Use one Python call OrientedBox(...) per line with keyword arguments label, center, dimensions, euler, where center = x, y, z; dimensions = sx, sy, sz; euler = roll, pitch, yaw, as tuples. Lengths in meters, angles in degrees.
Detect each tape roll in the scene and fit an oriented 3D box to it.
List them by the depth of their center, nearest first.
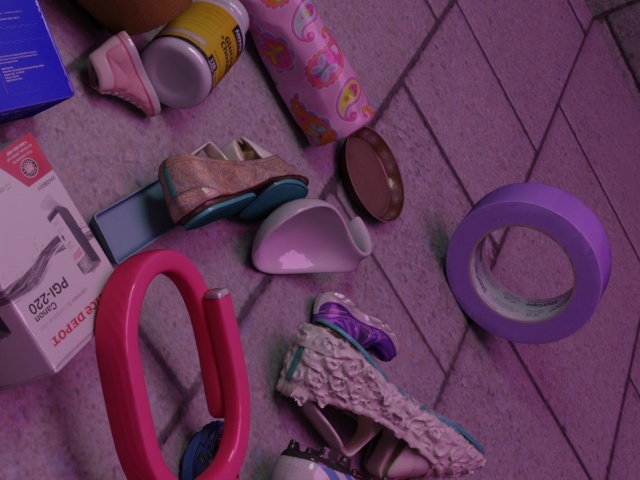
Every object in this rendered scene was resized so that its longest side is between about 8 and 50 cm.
OrientedBox(label="tape roll", center=(0.362, 0.041, 2.061), dimensions=(0.275, 0.275, 0.090), euler=(62, 33, -13))

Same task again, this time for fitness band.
OrientedBox(label="fitness band", center=(-0.158, 0.153, 1.310), dimensions=(0.209, 0.054, 0.291), euler=(-25, 106, -61))

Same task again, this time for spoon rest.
OrientedBox(label="spoon rest", center=(0.000, 0.000, 1.693), dimensions=(0.084, 0.137, 0.276), euler=(51, 20, 21))

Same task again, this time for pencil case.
OrientedBox(label="pencil case", center=(-0.028, -0.282, 1.795), dimensions=(0.284, 0.124, 0.124), euler=(59, 34, -16))

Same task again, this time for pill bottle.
OrientedBox(label="pill bottle", center=(-0.163, -0.262, 1.596), dimensions=(0.103, 0.103, 0.184), euler=(56, 36, -22))

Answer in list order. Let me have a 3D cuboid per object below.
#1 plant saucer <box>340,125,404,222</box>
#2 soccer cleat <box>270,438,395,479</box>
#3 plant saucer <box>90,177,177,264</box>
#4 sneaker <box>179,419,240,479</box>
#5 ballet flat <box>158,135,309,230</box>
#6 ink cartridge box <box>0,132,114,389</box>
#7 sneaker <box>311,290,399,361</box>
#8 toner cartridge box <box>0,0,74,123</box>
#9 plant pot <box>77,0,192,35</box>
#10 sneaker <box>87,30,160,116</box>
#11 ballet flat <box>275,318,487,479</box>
OrientedBox(label="plant saucer", center=(0.081, -0.107, 1.949), dimensions=(0.168, 0.029, 0.168), euler=(32, 50, -46))
OrientedBox(label="soccer cleat", center=(0.035, 0.372, 1.579), dimensions=(0.331, 0.116, 0.143), euler=(34, 69, -46))
OrientedBox(label="plant saucer", center=(-0.218, -0.033, 1.475), dimensions=(0.192, 0.018, 0.067), euler=(-39, 107, -55))
OrientedBox(label="sneaker", center=(-0.108, 0.319, 1.389), dimensions=(0.083, 0.087, 0.221), euler=(23, 55, -50))
OrientedBox(label="ballet flat", center=(-0.112, -0.086, 1.571), dimensions=(0.106, 0.107, 0.316), euler=(58, 21, 9))
OrientedBox(label="ink cartridge box", center=(-0.317, 0.021, 1.230), dimensions=(0.218, 0.092, 0.158), euler=(63, 33, -16))
OrientedBox(label="sneaker", center=(0.045, 0.141, 1.753), dimensions=(0.170, 0.068, 0.071), euler=(35, 61, -31))
OrientedBox(label="toner cartridge box", center=(-0.415, -0.187, 1.206), dimensions=(0.348, 0.075, 0.165), euler=(-26, 95, -58))
OrientedBox(label="plant pot", center=(-0.256, -0.387, 1.437), dimensions=(0.254, 0.237, 0.237), euler=(66, 30, -33))
OrientedBox(label="sneaker", center=(-0.252, -0.197, 1.488), dimensions=(0.051, 0.070, 0.134), euler=(47, -15, 37))
OrientedBox(label="ballet flat", center=(0.077, 0.262, 1.690), dimensions=(0.409, 0.147, 0.147), euler=(42, 42, -33))
